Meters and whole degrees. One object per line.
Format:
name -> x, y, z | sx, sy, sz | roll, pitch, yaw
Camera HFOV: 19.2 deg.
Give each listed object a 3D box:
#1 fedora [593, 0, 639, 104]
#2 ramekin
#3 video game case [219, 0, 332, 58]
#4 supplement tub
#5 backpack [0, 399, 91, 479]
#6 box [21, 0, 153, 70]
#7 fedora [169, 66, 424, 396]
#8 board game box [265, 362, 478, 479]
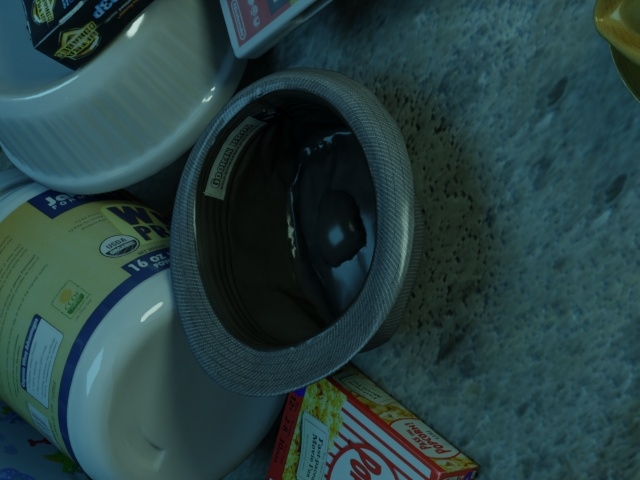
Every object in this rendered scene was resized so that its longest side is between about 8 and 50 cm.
fedora -> 0.250, -0.159, 1.282 | 0.194, 0.079, 0.194 | 7, 99, 50
ramekin -> -0.205, -0.186, 1.687 | 0.273, 0.127, 0.272 | -15, 56, 23
video game case -> -0.009, -0.292, 1.483 | 0.285, 0.025, 0.204 | -31, 70, 48
supplement tub -> -0.200, 0.074, 1.725 | 0.316, 0.228, 0.228 | 31, 117, 44
backpack -> -0.358, 0.248, 1.899 | 0.355, 0.290, 0.273 | -146, 60, -75
box -> -0.186, -0.278, 1.591 | 0.175, 0.051, 0.220 | -38, 49, 22
fedora -> 0.000, 0.000, 1.538 | 0.244, 0.124, 0.275 | -30, 61, 28
board game box -> 0.038, 0.204, 1.597 | 0.193, 0.045, 0.146 | 35, 120, 42
